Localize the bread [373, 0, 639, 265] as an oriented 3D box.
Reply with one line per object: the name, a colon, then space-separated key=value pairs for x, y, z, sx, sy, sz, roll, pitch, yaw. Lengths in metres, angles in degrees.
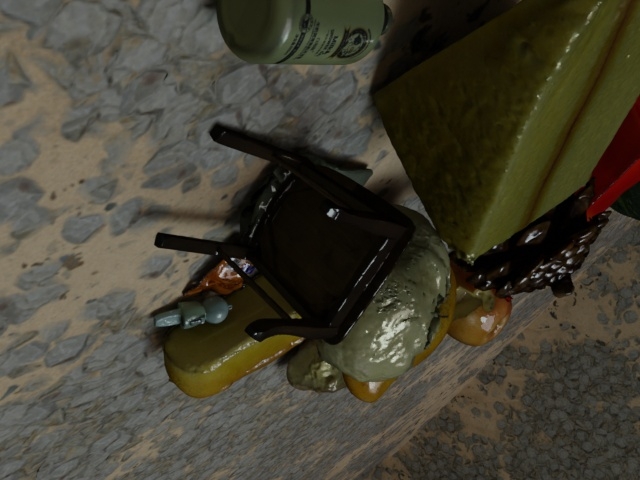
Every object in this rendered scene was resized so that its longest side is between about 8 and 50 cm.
bread: x=0.247 y=-0.136 z=0.679 sx=0.233 sy=0.245 sz=0.361 roll=-31 pitch=-173 yaw=-19

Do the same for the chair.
chair: x=0.000 y=0.000 z=0.769 sx=0.160 sy=0.186 sz=0.319 roll=-59 pitch=151 yaw=12

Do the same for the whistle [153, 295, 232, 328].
whistle: x=-0.156 y=0.090 z=0.877 sx=0.100 sy=0.035 sz=0.035 roll=-9 pitch=146 yaw=-26

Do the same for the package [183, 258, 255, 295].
package: x=-0.109 y=0.040 z=0.867 sx=0.110 sy=0.033 sz=0.077 roll=-45 pitch=167 yaw=26

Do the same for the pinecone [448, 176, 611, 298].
pinecone: x=0.269 y=-0.039 z=0.993 sx=0.224 sy=0.273 sz=0.224 roll=-30 pitch=161 yaw=-12

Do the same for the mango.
mango: x=0.134 y=0.130 z=1.196 sx=0.120 sy=0.177 sz=0.295 roll=-13 pitch=-148 yaw=48

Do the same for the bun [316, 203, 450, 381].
bun: x=0.102 y=0.082 z=1.002 sx=0.259 sy=0.152 sz=0.260 roll=25 pitch=90 yaw=-84

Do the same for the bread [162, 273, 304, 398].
bread: x=-0.096 y=0.114 z=0.946 sx=0.245 sy=0.102 sz=0.094 roll=-31 pitch=151 yaw=-23

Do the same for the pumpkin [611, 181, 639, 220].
pumpkin: x=0.573 y=-0.177 z=1.187 sx=0.207 sy=0.300 sz=0.300 roll=18 pitch=125 yaw=-30

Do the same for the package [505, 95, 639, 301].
package: x=0.370 y=-0.104 z=1.124 sx=0.123 sy=0.196 sz=0.424 roll=1 pitch=136 yaw=-54

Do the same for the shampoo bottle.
shampoo bottle: x=0.000 y=-0.179 z=0.563 sx=0.162 sy=0.079 sz=0.079 roll=-13 pitch=146 yaw=-46

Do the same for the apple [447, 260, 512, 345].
apple: x=0.314 y=0.125 z=1.489 sx=0.199 sy=0.199 sz=0.199 roll=-32 pitch=157 yaw=-16

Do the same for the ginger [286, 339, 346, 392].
ginger: x=0.046 y=0.218 z=1.327 sx=0.221 sy=0.130 sz=0.276 roll=-31 pitch=156 yaw=-3
